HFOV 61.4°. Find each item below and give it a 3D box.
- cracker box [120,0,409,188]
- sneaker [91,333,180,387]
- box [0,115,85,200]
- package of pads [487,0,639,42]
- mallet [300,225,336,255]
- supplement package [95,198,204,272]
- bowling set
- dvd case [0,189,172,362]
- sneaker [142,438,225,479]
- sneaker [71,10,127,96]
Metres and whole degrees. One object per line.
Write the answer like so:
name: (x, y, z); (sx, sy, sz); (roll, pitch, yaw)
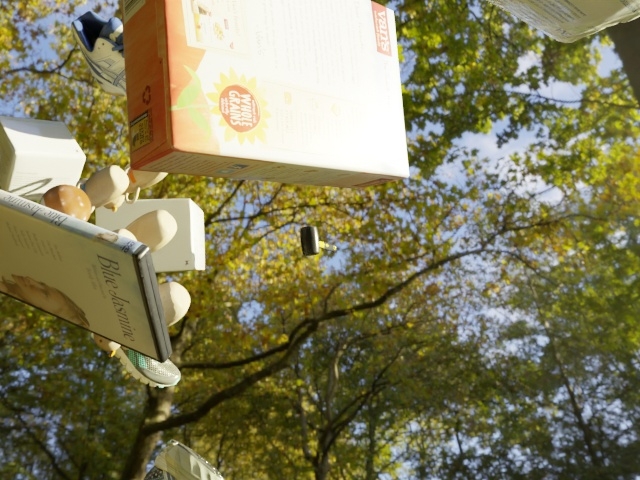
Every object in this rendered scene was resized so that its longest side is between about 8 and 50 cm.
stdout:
cracker box: (-0.031, -0.127, 0.425); (0.232, 0.155, 0.067); (0, -7, -43)
sneaker: (-0.277, 0.159, 0.838); (0.166, 0.065, 0.076); (43, -75, -9)
box: (-0.430, -0.122, 0.814); (0.101, 0.102, 0.087); (-4, -45, -47)
package of pads: (0.094, -0.268, 0.273); (0.101, 0.296, 0.229); (-14, -5, 43)
mallet: (0.000, 0.000, 1.200); (0.039, 0.062, 0.190); (-9, -2, 18)
supplement package: (-0.361, -0.003, 1.173); (0.194, 0.149, 0.203); (-2, -3, -6)
bowling set: (-0.300, -0.013, 0.699); (0.154, 0.286, 0.200); (-26, -31, 20)
dvd case: (-0.284, 0.034, 0.589); (0.253, 0.022, 0.180); (19, -45, 14)
sneaker: (-0.141, 0.416, 0.764); (0.283, 0.122, 0.110); (37, -20, 6)
sneaker: (-0.303, -0.288, 0.879); (0.297, 0.111, 0.131); (24, -25, 28)
